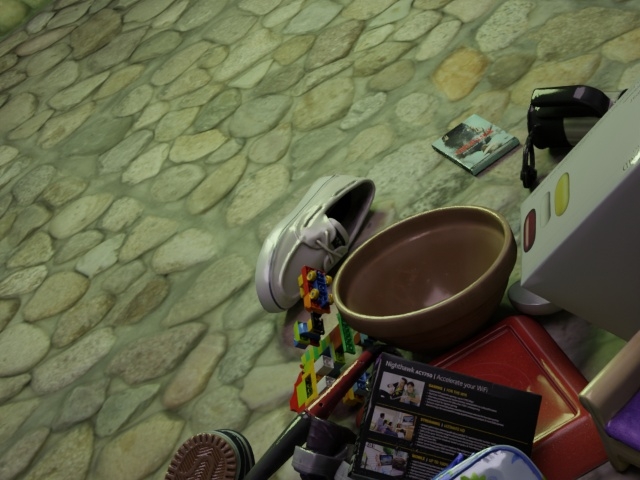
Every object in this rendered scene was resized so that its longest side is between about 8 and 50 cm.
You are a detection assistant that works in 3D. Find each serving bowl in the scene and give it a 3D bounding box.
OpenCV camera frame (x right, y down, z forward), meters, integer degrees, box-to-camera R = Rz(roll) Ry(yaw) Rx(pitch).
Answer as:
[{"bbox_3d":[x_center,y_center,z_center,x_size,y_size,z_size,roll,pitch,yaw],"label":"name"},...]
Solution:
[{"bbox_3d":[0.273,0.071,1.538,0.083,0.027,0.083,-12,22,5],"label":"serving bowl"}]

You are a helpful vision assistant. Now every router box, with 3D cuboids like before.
[{"bbox_3d":[0.131,0.205,1.309,0.179,0.046,0.133,16,73,0],"label":"router box"}]

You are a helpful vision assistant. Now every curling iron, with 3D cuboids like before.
[{"bbox_3d":[0.003,0.204,1.440,0.274,0.035,0.068,-36,38,-29],"label":"curling iron"}]

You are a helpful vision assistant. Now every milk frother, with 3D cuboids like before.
[{"bbox_3d":[0.349,-0.139,1.720,0.135,0.129,0.143,3,89,39],"label":"milk frother"}]

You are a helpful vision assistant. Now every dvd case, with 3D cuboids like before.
[{"bbox_3d":[0.230,-0.144,1.867,0.087,0.013,0.119,-35,35,-8],"label":"dvd case"}]

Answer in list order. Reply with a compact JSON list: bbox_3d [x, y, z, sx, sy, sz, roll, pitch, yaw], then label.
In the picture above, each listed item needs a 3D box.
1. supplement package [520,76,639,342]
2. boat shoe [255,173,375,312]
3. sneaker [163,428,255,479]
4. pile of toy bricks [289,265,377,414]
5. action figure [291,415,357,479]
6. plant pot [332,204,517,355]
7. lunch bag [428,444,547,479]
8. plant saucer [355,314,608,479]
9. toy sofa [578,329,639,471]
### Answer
[{"bbox_3d":[0.371,-0.031,1.353,0.262,0.204,0.145,-52,18,37],"label":"supplement package"},{"bbox_3d":[0.000,0.000,1.783,0.088,0.096,0.267,-6,32,37],"label":"boat shoe"},{"bbox_3d":[-0.164,0.343,1.455,0.282,0.099,0.153,-61,-7,4],"label":"sneaker"},{"bbox_3d":[0.006,0.145,1.600,0.105,0.118,0.212,-48,34,36],"label":"pile of toy bricks"},{"bbox_3d":[-0.018,0.338,1.343,0.185,0.099,0.285,21,76,45],"label":"action figure"},{"bbox_3d":[0.142,0.065,1.563,0.237,0.110,0.237,-21,28,12],"label":"plant pot"},{"bbox_3d":[0.144,0.311,1.212,0.219,0.090,0.176,-35,75,-3],"label":"lunch bag"},{"bbox_3d":[0.181,0.203,1.428,0.258,0.048,0.259,-30,35,-1],"label":"plant saucer"},{"bbox_3d":[0.426,0.177,1.170,0.150,0.177,0.362,-43,37,-20],"label":"toy sofa"}]
